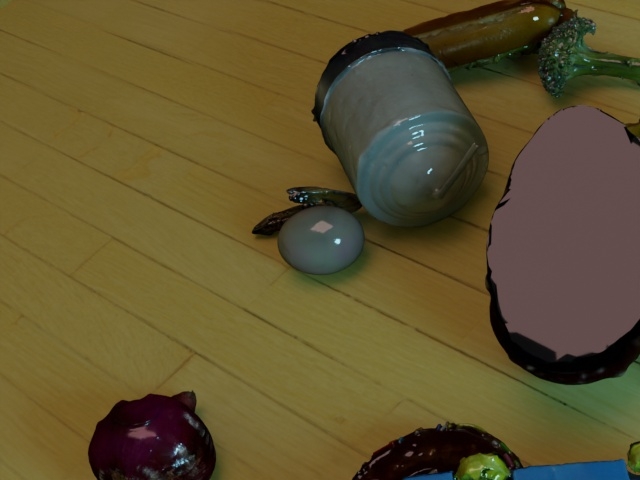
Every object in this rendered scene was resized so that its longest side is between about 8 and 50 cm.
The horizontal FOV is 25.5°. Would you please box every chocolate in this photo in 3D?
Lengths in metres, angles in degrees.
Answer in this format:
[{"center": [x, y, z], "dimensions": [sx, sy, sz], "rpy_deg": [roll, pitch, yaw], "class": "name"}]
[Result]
[{"center": [0.339, 0.025, 1.791], "dimensions": [0.225, 0.210, 0.340], "rpy_deg": [7, 72, 19], "class": "chocolate"}]

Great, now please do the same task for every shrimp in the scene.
[{"center": [-0.038, -0.048, 2.156], "dimensions": [0.195, 0.148, 0.035], "rpy_deg": [-14, 77, 20], "class": "shrimp"}]

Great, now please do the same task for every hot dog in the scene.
[{"center": [0.259, -0.332, 2.326], "dimensions": [0.337, 0.100, 0.135], "rpy_deg": [-11, 11, 28], "class": "hot dog"}]

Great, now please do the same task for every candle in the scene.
[{"center": [0.124, -0.152, 2.118], "dimensions": [0.221, 0.221, 0.342], "rpy_deg": [-23, 41, 2], "class": "candle"}]

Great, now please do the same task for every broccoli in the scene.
[{"center": [0.435, -0.275, 2.193], "dimensions": [0.204, 0.118, 0.122], "rpy_deg": [12, 29, 20], "class": "broccoli"}]

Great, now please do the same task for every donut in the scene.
[{"center": [0.137, 0.326, 1.678], "dimensions": [0.235, 0.089, 0.235], "rpy_deg": [-14, 41, 13], "class": "donut"}]

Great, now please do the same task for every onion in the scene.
[{"center": [-0.223, 0.258, 1.904], "dimensions": [0.173, 0.135, 0.198], "rpy_deg": [-3, 42, 20], "class": "onion"}]

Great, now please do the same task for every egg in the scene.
[{"center": [0.000, 0.000, 2.099], "dimensions": [0.135, 0.103, 0.103], "rpy_deg": [-7, 43, 23], "class": "egg"}]

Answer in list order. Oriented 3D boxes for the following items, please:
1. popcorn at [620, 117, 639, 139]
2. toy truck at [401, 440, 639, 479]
[{"center": [0.432, -0.116, 1.985], "dimensions": [0.195, 0.173, 0.168], "rpy_deg": [-42, 19, -6], "class": "popcorn"}, {"center": [0.271, 0.321, 1.489], "dimensions": [0.385, 0.162, 0.161], "rpy_deg": [-4, 47, 0], "class": "toy truck"}]
